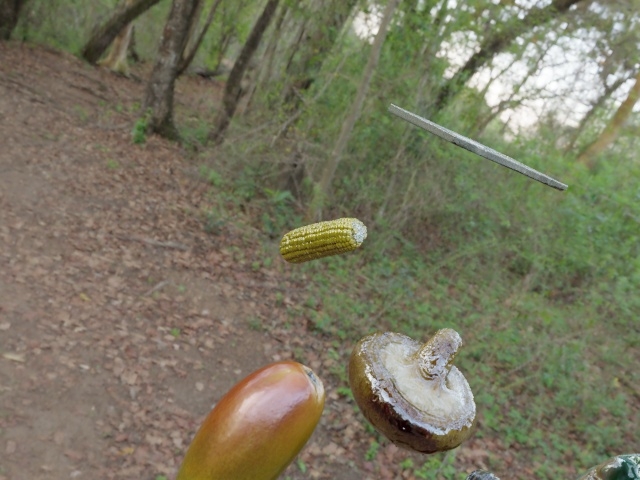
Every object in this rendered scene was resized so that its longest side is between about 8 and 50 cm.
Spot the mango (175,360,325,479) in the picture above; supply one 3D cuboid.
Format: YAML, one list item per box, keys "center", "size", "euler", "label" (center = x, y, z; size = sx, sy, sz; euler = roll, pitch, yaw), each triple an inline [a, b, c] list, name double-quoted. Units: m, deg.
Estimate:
- center: [-0.107, 0.285, 0.893]
  size: [0.129, 0.289, 0.146]
  euler: [33, -14, 14]
  label: "mango"

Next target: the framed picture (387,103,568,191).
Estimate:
- center: [0.284, -0.168, 1.205]
  size: [0.289, 0.016, 0.213]
  euler: [16, 16, -32]
  label: "framed picture"

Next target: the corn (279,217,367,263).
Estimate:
- center: [0.000, 0.000, 1.406]
  size: [0.238, 0.080, 0.080]
  euler: [-15, -20, 42]
  label: "corn"

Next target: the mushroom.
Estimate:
- center: [0.229, 0.379, 1.655]
  size: [0.344, 0.239, 0.345]
  euler: [-2, 33, 1]
  label: "mushroom"

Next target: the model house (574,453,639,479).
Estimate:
- center: [0.301, 0.278, 0.547]
  size: [0.236, 0.203, 0.237]
  euler: [-6, -20, 24]
  label: "model house"

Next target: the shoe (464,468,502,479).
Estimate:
- center: [0.413, 0.798, 1.687]
  size: [0.237, 0.384, 0.171]
  euler: [20, -26, 42]
  label: "shoe"
